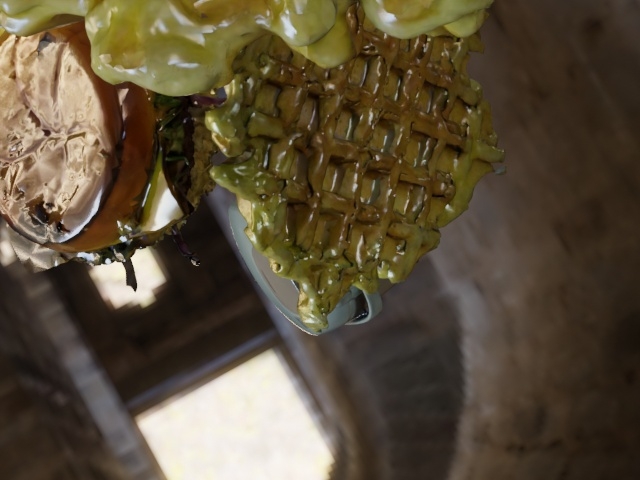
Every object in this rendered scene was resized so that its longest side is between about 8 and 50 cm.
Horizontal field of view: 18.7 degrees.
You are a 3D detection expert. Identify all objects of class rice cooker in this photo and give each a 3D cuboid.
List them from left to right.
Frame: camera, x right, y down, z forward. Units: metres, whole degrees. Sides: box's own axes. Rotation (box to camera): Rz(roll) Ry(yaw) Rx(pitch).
[{"bbox_3d":[0.000,0.000,1.647,0.127,0.145,0.206,-36,-168,-20],"label":"rice cooker"}]

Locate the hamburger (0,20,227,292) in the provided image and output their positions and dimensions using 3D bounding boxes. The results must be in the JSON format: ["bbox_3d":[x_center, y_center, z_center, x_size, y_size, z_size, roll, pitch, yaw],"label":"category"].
[{"bbox_3d":[-0.170,-0.088,1.543,0.243,0.261,0.139,-12,175,44],"label":"hamburger"}]

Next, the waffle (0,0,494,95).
[{"bbox_3d":[-0.011,-0.197,0.763,0.302,0.325,0.068,7,161,17],"label":"waffle"}]

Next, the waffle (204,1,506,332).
[{"bbox_3d":[0.024,-0.082,1.287,0.052,0.254,0.245,12,-133,43],"label":"waffle"}]
